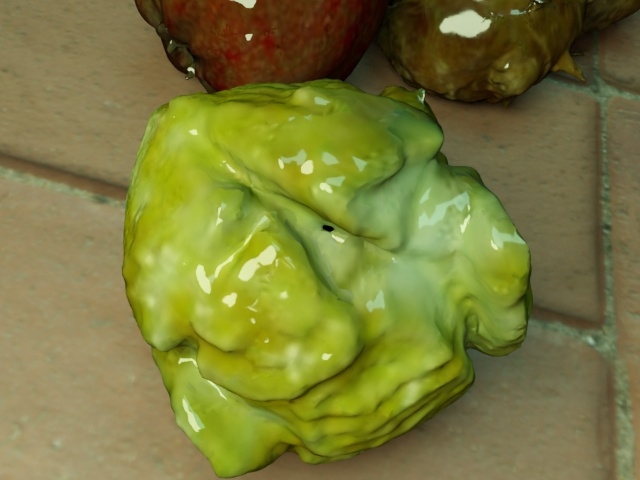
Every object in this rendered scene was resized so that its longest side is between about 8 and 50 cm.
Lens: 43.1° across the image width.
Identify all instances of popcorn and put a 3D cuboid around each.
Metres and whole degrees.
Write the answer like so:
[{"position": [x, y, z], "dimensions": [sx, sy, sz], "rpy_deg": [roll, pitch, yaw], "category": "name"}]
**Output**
[{"position": [-0.006, -0.001, 0.520], "dimensions": [0.226, 0.276, 0.276], "rpy_deg": [-31, 59, 7], "category": "popcorn"}]

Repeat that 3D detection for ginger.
[{"position": [0.228, -0.257, 0.817], "dimensions": [0.419, 0.176, 0.254], "rpy_deg": [-17, 65, -22], "category": "ginger"}]

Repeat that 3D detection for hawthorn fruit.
[{"position": [-0.026, -0.224, 0.695], "dimensions": [0.248, 0.208, 0.208], "rpy_deg": [-35, 66, -12], "category": "hawthorn fruit"}]
